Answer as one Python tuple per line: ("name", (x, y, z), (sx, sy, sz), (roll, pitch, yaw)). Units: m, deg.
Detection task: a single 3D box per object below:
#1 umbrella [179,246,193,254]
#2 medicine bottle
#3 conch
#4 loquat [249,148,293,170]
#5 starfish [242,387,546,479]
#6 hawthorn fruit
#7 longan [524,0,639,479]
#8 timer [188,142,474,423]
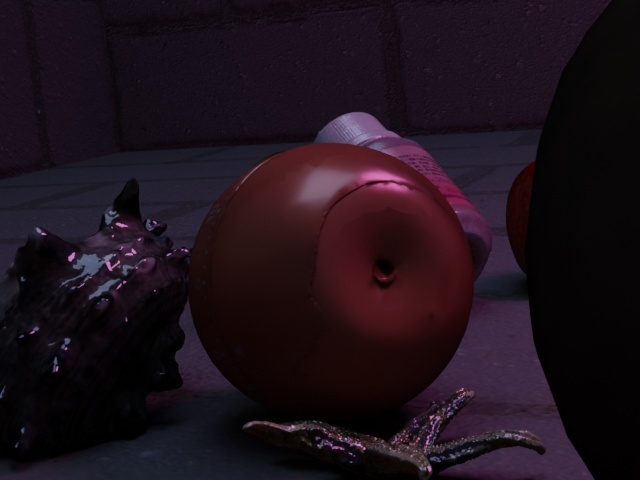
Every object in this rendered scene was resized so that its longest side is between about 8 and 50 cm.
("umbrella", (-0.188, 0.018, 1.791), (0.031, 0.020, 0.083), (-12, 7, -39))
("medicine bottle", (0.084, -0.042, 1.357), (0.147, 0.147, 0.247), (-10, 43, -27))
("conch", (-0.232, 0.079, 1.049), (0.240, 0.186, 0.313), (-30, 17, 28))
("loquat", (-0.045, -0.072, 1.860), (0.195, 0.152, 0.152), (4, 6, -21))
("starfish", (0.051, 0.143, 0.816), (0.208, 0.053, 0.176), (-5, 0, -3))
("hawthorn fruit", (0.297, -0.033, 1.365), (0.172, 0.173, 0.173), (-5, 10, 1))
("longan", (0.273, 0.024, 0.516), (0.336, 0.404, 0.404), (-39, 18, -10))
("timer", (0.007, 0.036, 0.964), (0.229, 0.230, 0.215), (-10, -4, -25))
